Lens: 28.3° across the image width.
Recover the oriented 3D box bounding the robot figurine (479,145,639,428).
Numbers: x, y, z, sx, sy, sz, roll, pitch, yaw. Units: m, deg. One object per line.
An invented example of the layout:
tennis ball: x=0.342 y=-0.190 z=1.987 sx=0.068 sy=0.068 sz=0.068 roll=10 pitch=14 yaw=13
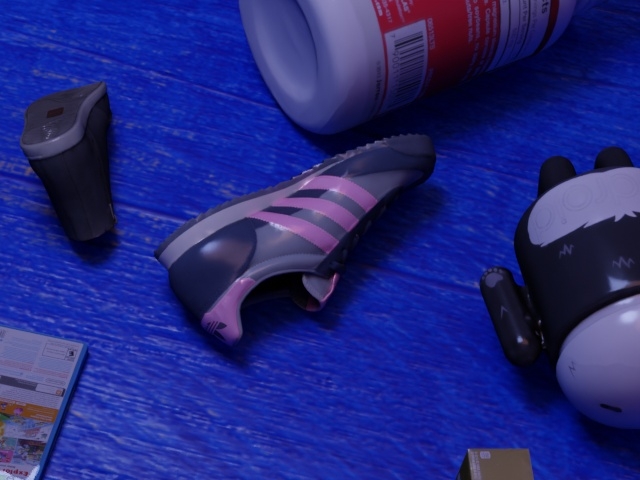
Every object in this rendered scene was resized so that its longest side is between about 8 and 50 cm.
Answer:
robot figurine: x=0.284 y=0.045 z=1.214 sx=0.173 sy=0.209 sz=0.278 roll=28 pitch=38 yaw=-40

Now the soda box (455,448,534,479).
soda box: x=0.158 y=0.272 z=1.088 sx=0.058 sy=0.061 sz=0.181 roll=1 pitch=52 yaw=-7

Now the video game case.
video game case: x=-0.294 y=0.152 z=1.162 sx=0.119 sy=0.015 sz=0.166 roll=12 pitch=52 yaw=2

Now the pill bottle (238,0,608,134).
pill bottle: x=0.133 y=-0.286 z=1.414 sx=0.407 sy=0.229 sz=0.229 roll=-23 pitch=58 yaw=-23

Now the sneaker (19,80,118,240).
sneaker: x=-0.254 y=-0.085 z=1.321 sx=0.083 sy=0.118 sz=0.222 roll=-13 pitch=24 yaw=7

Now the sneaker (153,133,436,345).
sneaker: x=0.000 y=0.000 z=1.272 sx=0.319 sy=0.112 sz=0.131 roll=-26 pitch=76 yaw=-20
